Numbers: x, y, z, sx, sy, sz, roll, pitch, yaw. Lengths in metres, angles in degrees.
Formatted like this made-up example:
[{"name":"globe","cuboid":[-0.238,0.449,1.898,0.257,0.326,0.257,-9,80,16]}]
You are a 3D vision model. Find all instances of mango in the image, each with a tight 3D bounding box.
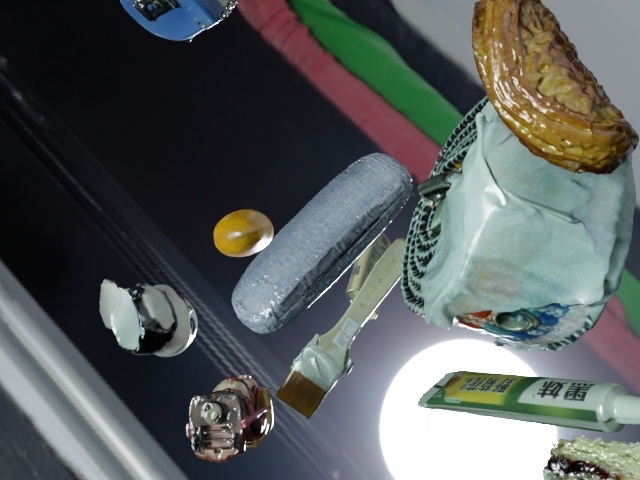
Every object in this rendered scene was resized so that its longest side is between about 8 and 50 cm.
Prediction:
[{"name":"mango","cuboid":[-0.184,-0.018,1.745,0.145,0.219,0.112,-15,-88,-4]}]

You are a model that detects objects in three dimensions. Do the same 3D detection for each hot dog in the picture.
[{"name":"hot dog","cuboid":[0.145,-0.103,0.483,0.147,0.065,0.099,59,-161,13]}]

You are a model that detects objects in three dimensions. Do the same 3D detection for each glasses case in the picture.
[{"name":"glasses case","cuboid":[0.000,0.000,0.918,0.067,0.282,0.109,46,174,-35]}]

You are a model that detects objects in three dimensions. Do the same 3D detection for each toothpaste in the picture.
[{"name":"toothpaste","cuboid":[0.148,0.115,0.528,0.049,0.204,0.031,-35,-77,-30]}]

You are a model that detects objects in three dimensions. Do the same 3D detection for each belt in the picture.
[{"name":"belt","cuboid":[0.161,-0.013,0.643,0.150,0.207,0.257,18,177,-5]}]

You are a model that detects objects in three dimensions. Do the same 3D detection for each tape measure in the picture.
[{"name":"tape measure","cuboid":[-0.361,-0.563,1.504,0.351,0.215,0.098,44,-126,-30]}]

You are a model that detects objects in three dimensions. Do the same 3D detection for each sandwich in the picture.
[{"name":"sandwich","cuboid":[0.596,0.514,1.498,0.262,0.325,0.131,40,-119,-27]}]

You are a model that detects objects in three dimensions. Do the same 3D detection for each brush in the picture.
[{"name":"brush","cuboid":[0.048,0.136,1.189,0.085,0.336,0.020,34,-178,13]}]

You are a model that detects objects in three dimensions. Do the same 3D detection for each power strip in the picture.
[{"name":"power strip","cuboid":[0.113,0.053,1.592,0.092,0.034,0.268,53,-145,-27]}]

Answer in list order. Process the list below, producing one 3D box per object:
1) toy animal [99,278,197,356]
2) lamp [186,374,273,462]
[{"name":"toy animal","cuboid":[-0.323,0.147,1.424,0.179,0.138,0.166,14,-131,-54]},{"name":"lamp","cuboid":[-0.126,0.268,1.141,0.118,0.118,0.253,45,-173,11]}]
